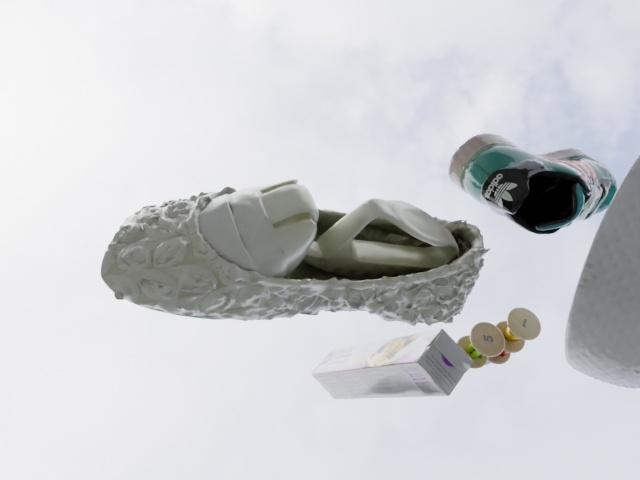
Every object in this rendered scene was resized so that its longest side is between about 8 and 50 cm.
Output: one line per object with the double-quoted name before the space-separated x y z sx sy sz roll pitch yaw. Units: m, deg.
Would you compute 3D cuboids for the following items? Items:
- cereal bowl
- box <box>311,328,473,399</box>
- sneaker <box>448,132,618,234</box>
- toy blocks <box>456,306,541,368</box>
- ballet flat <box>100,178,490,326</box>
"cereal bowl" 0.439 0.034 0.719 0.141 0.339 0.338 26 -78 38
"box" 0.090 0.190 0.879 0.067 0.324 0.063 48 -119 -6
"sneaker" 0.308 -0.056 0.777 0.302 0.121 0.108 3 -54 -33
"toy blocks" 0.253 0.168 0.913 0.123 0.148 0.054 -17 -117 -22
"ballet flat" 0.000 0.000 0.598 0.409 0.147 0.147 6 -80 -28
